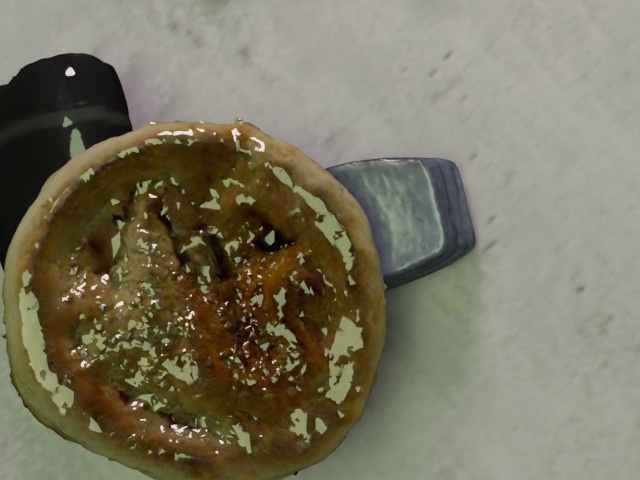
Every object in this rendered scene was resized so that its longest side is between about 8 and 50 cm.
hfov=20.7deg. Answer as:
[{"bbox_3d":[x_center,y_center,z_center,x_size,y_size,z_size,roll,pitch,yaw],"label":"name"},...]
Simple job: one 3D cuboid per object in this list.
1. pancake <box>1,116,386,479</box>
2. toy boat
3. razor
[{"bbox_3d":[-0.111,0.055,1.568,0.356,0.065,0.356,0,84,-4],"label":"pancake"},{"bbox_3d":[0.000,0.000,1.650,0.283,0.078,0.127,-16,89,17],"label":"toy boat"},{"bbox_3d":[-0.229,-0.001,1.687,0.204,0.113,0.349,-24,82,47],"label":"razor"}]
